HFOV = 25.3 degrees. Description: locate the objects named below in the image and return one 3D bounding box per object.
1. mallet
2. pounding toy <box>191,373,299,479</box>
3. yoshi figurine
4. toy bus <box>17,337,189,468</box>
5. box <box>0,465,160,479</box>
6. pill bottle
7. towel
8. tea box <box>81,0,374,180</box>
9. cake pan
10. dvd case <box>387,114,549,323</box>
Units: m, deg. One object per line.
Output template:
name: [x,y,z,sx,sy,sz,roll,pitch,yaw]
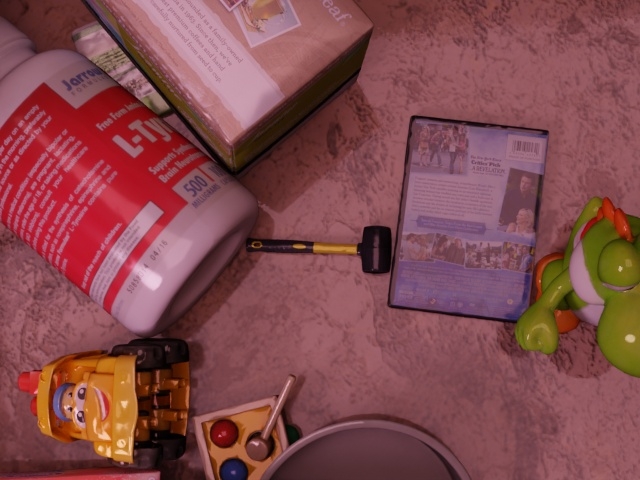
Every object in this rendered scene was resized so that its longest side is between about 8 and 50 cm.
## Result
mallet: [0.000,0.000,1.836,0.190,0.039,0.062,9,85,8]
pounding toy: [-0.081,0.246,1.780,0.141,0.100,0.130,-15,84,2]
yoshi figurine: [0.345,0.080,1.642,0.203,0.362,0.203,38,87,5]
toy bus: [-0.276,0.192,1.744,0.211,0.220,0.149,3,89,10]
box: [-0.349,0.353,1.713,0.300,0.142,0.154,1,83,-21]
pill bottle: [-0.295,-0.087,1.761,0.408,0.229,0.229,39,88,6]
towel: [-0.251,-0.227,1.880,0.113,0.023,0.152,-23,86,3]
tea box: [-0.128,-0.277,1.710,0.220,0.323,0.329,-40,87,-6]
cake pan: [0.050,0.350,1.745,0.293,0.054,0.293,-1,103,-6]
dvd case: [0.190,-0.028,1.832,0.180,0.022,0.253,7,85,5]
